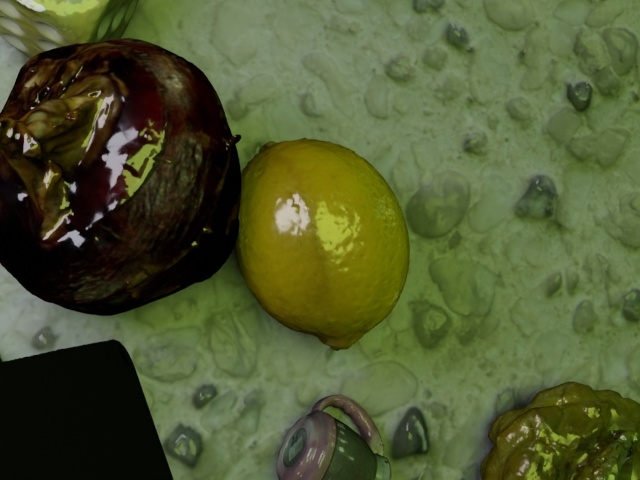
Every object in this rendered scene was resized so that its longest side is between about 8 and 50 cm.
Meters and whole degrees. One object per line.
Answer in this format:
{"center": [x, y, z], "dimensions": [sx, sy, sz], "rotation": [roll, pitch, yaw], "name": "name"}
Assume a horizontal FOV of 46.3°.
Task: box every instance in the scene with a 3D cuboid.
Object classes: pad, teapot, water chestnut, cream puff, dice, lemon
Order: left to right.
{"center": [-0.340, -0.336, 0.986], "dimensions": [0.166, 0.169, 0.170], "rotation": [28, 73, -7], "name": "dice"}
{"center": [-0.255, 0.273, 0.805], "dimensions": [0.063, 0.375, 0.315], "rotation": [-22, 83, 6], "name": "pad"}
{"center": [-0.265, -0.085, 0.865], "dimensions": [0.335, 0.347, 0.336], "rotation": [-7, 74, 25], "name": "water chestnut"}
{"center": [-0.001, -0.004, 0.983], "dimensions": [0.236, 0.236, 0.263], "rotation": [-38, 113, -19], "name": "lemon"}
{"center": [0.022, 0.295, 1.005], "dimensions": [0.146, 0.148, 0.116], "rotation": [31, 109, -19], "name": "teapot"}
{"center": [0.363, 0.333, 1.037], "dimensions": [0.281, 0.185, 0.282], "rotation": [2, 77, -11], "name": "cream puff"}

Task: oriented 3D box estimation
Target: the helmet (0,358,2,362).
{"center": [-0.474, 0.161, 0.884], "dimensions": [0.176, 0.107, 0.153], "rotation": [17, 72, -11], "name": "helmet"}
